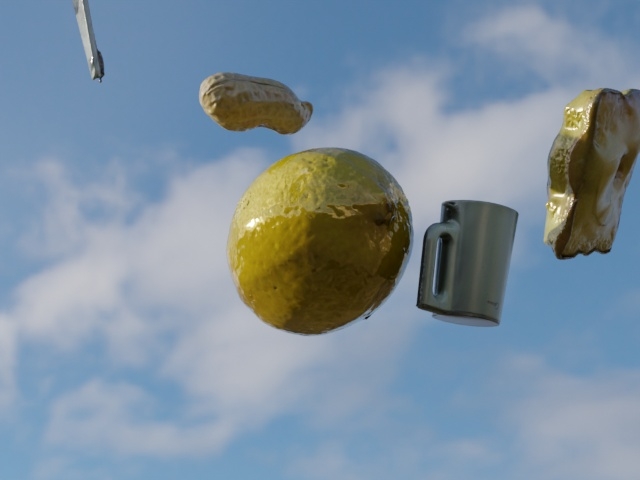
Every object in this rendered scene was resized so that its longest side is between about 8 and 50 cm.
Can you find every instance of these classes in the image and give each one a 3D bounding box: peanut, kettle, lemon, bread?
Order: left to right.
[{"bbox_3d":[-0.088,-0.179,2.087,0.174,0.080,0.080,9,-23,-35],"label":"peanut"},{"bbox_3d":[-0.002,0.002,1.979,0.236,0.236,0.263,22,-62,-38],"label":"lemon"},{"bbox_3d":[0.185,0.027,1.934,0.098,0.148,0.127,6,-11,19],"label":"kettle"},{"bbox_3d":[0.358,-0.094,2.059,0.088,0.233,0.160,23,14,27],"label":"bread"}]

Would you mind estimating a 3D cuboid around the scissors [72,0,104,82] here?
[{"bbox_3d":[-0.286,-0.349,1.771,0.029,0.360,0.191,-8,-12,-37],"label":"scissors"}]
